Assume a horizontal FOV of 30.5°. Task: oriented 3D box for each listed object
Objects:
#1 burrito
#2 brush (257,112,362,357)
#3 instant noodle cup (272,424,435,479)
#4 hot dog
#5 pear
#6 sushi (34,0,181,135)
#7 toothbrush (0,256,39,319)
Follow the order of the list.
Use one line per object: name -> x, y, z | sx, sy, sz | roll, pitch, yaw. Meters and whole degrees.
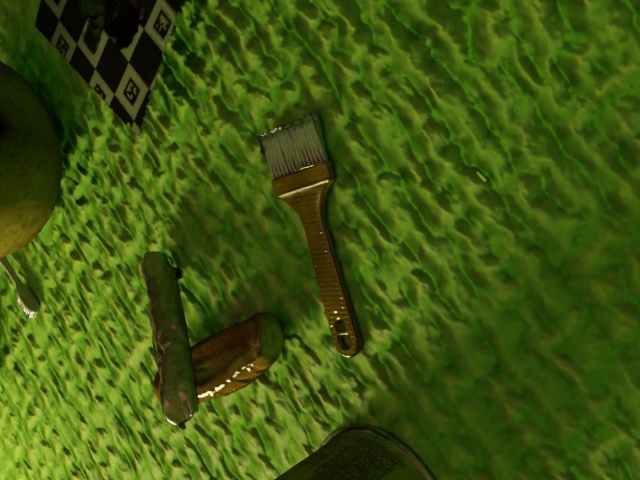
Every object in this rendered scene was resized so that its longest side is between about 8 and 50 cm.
burrito -> -0.152, 0.097, 1.172 | 0.045, 0.041, 0.186 | -37, 53, 32
brush -> 0.000, 0.000, 1.044 | 0.082, 0.010, 0.218 | -14, 94, 48
instant noodle cup -> 0.006, 0.271, 1.029 | 0.182, 0.144, 0.182 | 19, 117, 42
hot dog -> -0.100, 0.128, 1.167 | 0.215, 0.047, 0.066 | -32, 43, 47
pear -> -0.397, -0.088, 1.304 | 0.211, 0.188, 0.229 | -30, 81, 40
sushi -> -0.193, -0.238, 1.149 | 0.210, 0.040, 0.193 | 43, 124, 32
toothbrush -> -0.429, -0.010, 1.494 | 0.276, 0.019, 0.025 | 53, 143, 20
